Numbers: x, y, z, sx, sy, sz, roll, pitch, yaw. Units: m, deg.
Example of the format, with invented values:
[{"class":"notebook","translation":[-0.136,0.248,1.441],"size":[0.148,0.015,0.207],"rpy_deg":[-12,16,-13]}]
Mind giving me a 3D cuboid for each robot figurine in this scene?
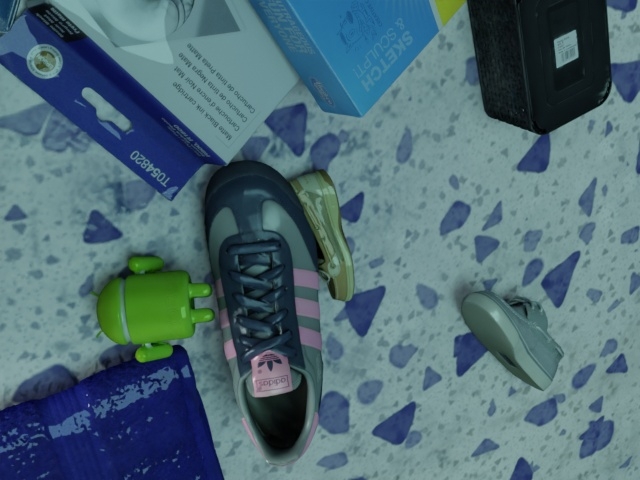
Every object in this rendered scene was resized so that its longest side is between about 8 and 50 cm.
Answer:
[{"class":"robot figurine","translation":[-0.161,0.064,0.769],"size":[0.115,0.067,0.101],"rpy_deg":[-6,87,-4]}]

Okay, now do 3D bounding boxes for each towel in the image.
[{"class":"towel","translation":[-0.255,0.249,0.809],"size":[0.308,0.076,0.227],"rpy_deg":[-20,113,-22]}]

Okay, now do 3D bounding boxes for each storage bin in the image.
[{"class":"storage bin","translation":[0.244,-0.223,0.886],"size":[0.122,0.084,0.180],"rpy_deg":[-28,122,-18]}]

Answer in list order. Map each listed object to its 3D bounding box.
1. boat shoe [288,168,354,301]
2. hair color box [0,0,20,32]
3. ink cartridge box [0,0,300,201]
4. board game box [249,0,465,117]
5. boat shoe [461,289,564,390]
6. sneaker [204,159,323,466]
[{"class":"boat shoe","translation":[0.001,0.000,0.859],"size":[0.048,0.056,0.153],"rpy_deg":[-18,118,-12]},{"class":"hair color box","translation":[-0.328,-0.247,0.434],"size":[0.347,0.174,0.105],"rpy_deg":[15,120,-25]},{"class":"ink cartridge box","translation":[-0.130,-0.173,0.708],"size":[0.224,0.045,0.223],"rpy_deg":[-50,127,-2]},{"class":"board game box","translation":[0.059,-0.307,0.719],"size":[0.316,0.064,0.242],"rpy_deg":[-50,127,-15]},{"class":"boat shoe","translation":[0.260,0.116,1.056],"size":[0.081,0.079,0.227],"rpy_deg":[-53,132,-12]},{"class":"sneaker","translation":[-0.048,0.081,0.802],"size":[0.112,0.131,0.319],"rpy_deg":[-10,117,1]}]
